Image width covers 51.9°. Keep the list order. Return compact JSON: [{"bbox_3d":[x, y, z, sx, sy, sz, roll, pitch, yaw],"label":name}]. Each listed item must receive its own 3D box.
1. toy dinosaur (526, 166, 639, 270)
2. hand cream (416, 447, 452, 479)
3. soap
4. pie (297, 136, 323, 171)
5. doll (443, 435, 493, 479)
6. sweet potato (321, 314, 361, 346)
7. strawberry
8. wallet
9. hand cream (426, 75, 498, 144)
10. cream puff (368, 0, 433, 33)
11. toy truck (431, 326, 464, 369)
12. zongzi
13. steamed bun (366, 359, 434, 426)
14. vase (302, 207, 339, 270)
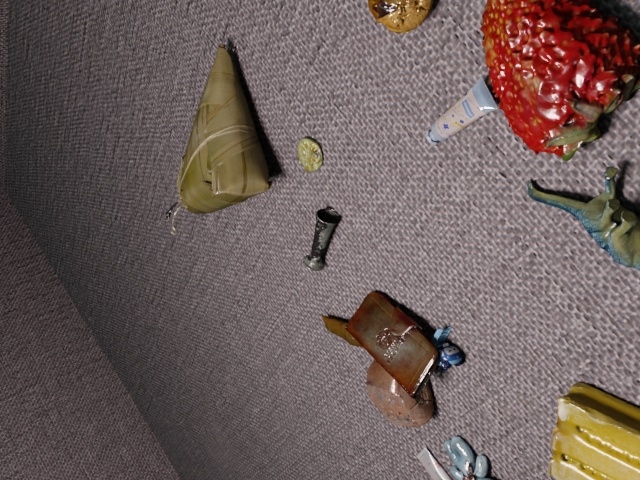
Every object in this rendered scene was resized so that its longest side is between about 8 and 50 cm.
[{"bbox_3d":[0.474,-0.013,1.035,0.363,0.076,0.147,46,158,25],"label":"toy dinosaur"},{"bbox_3d":[0.311,0.607,1.605,0.052,0.038,0.216,-48,64,25],"label":"hand cream"},{"bbox_3d":[0.562,0.396,1.140,0.315,0.091,0.199,20,125,42],"label":"soap"},{"bbox_3d":[-0.025,-0.202,1.568,0.085,0.017,0.085,26,128,38],"label":"pie"},{"bbox_3d":[0.338,0.536,1.493,0.180,0.075,0.120,53,138,15],"label":"doll"},{"bbox_3d":[0.089,0.229,1.635,0.274,0.067,0.067,10,117,49],"label":"sweet potato"},{"bbox_3d":[0.324,-0.276,1.018,0.306,0.137,0.233,51,142,16],"label":"strawberry"},{"bbox_3d":[0.163,0.223,1.495,0.255,0.031,0.137,42,109,42],"label":"wallet"},{"bbox_3d":[0.253,-0.226,1.196,0.170,0.043,0.065,-36,78,55],"label":"hand cream"},{"bbox_3d":[0.143,-0.433,1.176,0.133,0.104,0.119,12,111,46],"label":"cream puff"},{"bbox_3d":[0.268,0.234,1.434,0.073,0.056,0.090,-13,87,56],"label":"toy truck"},{"bbox_3d":[-0.306,-0.252,1.777,0.447,0.181,0.418,-16,82,56],"label":"zongzi"},{"bbox_3d":[0.181,0.359,1.559,0.145,0.106,0.175,-14,101,52],"label":"steamed bun"},{"bbox_3d":[0.000,0.000,1.616,0.059,0.059,0.167,42,137,27],"label":"vase"}]
